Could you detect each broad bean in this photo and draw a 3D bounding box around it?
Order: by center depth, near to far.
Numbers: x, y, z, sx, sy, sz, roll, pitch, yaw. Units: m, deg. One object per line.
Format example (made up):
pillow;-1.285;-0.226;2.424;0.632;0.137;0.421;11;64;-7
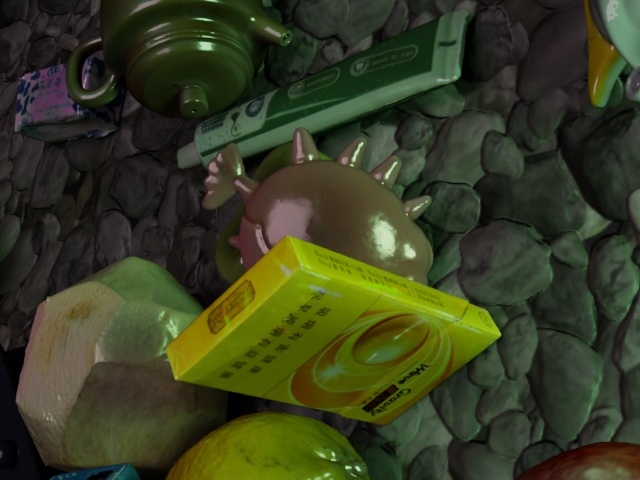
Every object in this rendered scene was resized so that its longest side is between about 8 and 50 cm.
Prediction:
broad bean;-0.042;-0.015;1.164;0.124;0.082;0.174;33;99;35

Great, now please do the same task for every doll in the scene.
doll;0.285;-0.265;0.945;0.145;0.103;0.316;-3;69;46
doll;0.000;0.000;1.072;0.262;0.093;0.211;29;95;10

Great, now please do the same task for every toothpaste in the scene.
toothpaste;-0.011;-0.142;1.197;0.392;0.061;0.099;-17;48;35

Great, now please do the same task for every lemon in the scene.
lemon;-0.049;0.254;1.008;0.231;0.192;0.192;-39;54;28

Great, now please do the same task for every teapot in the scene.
teapot;-0.161;-0.210;1.254;0.267;0.185;0.175;-17;57;11

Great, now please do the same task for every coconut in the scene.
coconut;-0.194;0.133;1.175;0.237;0.197;0.237;-23;57;40

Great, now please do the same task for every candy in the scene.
candy;-0.333;-0.182;1.489;0.160;0.073;0.092;-5;74;41

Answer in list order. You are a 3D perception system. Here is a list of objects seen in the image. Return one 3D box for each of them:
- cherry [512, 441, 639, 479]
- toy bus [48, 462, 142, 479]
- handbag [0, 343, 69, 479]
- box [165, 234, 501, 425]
cherry;0.202;0.257;0.781;0.206;0.239;0.239;-37;44;-20
toy bus;-0.192;0.345;1.087;0.134;0.113;0.246;-19;104;24
handbag;-0.412;0.308;1.374;0.269;0.118;0.326;-48;48;21
box;0.019;0.084;0.949;0.152;0.269;0.043;-41;53;24
